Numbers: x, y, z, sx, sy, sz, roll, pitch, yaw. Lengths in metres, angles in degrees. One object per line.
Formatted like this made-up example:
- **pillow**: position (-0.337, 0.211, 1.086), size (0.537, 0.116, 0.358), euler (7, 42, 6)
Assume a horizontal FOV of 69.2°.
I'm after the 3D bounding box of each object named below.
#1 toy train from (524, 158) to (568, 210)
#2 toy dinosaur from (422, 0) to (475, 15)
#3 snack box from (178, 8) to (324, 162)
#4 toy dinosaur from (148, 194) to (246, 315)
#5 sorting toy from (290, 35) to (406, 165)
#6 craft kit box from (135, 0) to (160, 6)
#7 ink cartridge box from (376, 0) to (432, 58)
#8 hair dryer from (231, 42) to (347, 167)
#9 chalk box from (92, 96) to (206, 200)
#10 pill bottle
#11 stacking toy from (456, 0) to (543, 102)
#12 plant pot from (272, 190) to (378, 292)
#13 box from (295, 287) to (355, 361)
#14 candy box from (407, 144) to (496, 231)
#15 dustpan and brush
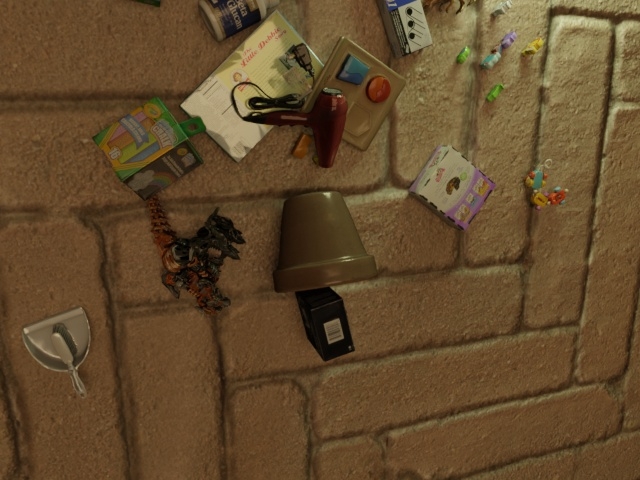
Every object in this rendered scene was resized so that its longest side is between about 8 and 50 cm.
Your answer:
- **toy train**: position (0.692, -0.165, 1.439), size (0.125, 0.046, 0.166), euler (-38, 113, -8)
- **toy dinosaur**: position (0.357, -0.665, 1.211), size (0.112, 0.064, 0.211), euler (42, 88, -20)
- **snack box**: position (-0.158, -0.367, 1.117), size (0.322, 0.060, 0.187), euler (-46, 113, -3)
- **toy dinosaur**: position (-0.309, 0.035, 1.123), size (0.219, 0.164, 0.322), euler (-28, 129, 7)
- **sorting toy**: position (0.065, -0.320, 1.180), size (0.229, 0.041, 0.307), euler (23, 105, -31)
- **craft kit box**: position (-0.453, -0.651, 0.968), size (0.247, 0.061, 0.249), euler (5, 100, -21)
- **ink cartridge box**: position (0.209, -0.587, 1.191), size (0.097, 0.046, 0.207), euler (-26, 108, -12)
- **hair dryer**: position (-0.045, -0.298, 1.111), size (0.224, 0.080, 0.293), euler (-29, 116, 22)
- **chalk box**: position (-0.356, -0.214, 1.029), size (0.213, 0.132, 0.132), euler (-36, 78, -7)
- **pill bottle**: position (-0.183, -0.533, 1.054), size (0.169, 0.094, 0.094), euler (-32, 109, -8)
- **stacking toy**: position (0.500, -0.527, 1.292), size (0.167, 0.052, 0.221), euler (39, 89, -21)
- **plant pot**: position (0.000, 0.000, 1.170), size (0.263, 0.263, 0.229), euler (-7, 87, -16)
- **box**: position (0.010, 0.214, 1.248), size (0.093, 0.158, 0.155), euler (-18, 106, -14)
- **candy box**: position (0.376, -0.150, 1.328), size (0.196, 0.070, 0.164), euler (34, 91, -22)
- **dustpan and brush**: position (-0.610, 0.284, 1.123), size (0.147, 0.060, 0.211), euler (-21, 107, -12)
